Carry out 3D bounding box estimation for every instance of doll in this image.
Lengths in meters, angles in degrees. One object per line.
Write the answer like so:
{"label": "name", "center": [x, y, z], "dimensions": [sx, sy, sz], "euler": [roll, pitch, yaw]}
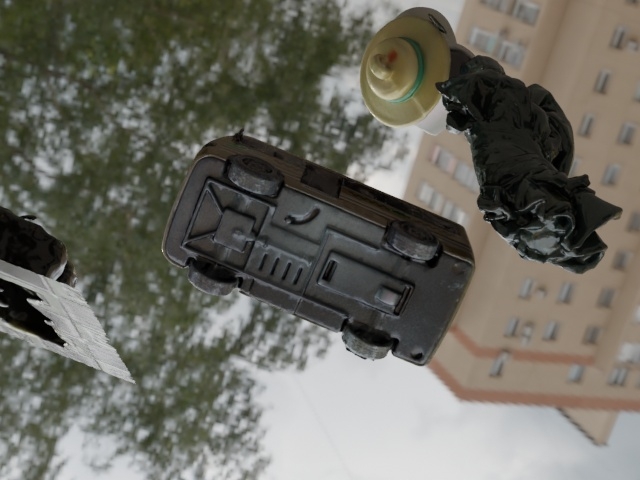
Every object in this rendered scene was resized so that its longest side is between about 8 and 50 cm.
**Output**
{"label": "doll", "center": [0.181, -0.186, 1.405], "dimensions": [0.271, 0.144, 0.208], "euler": [38, -142, -15]}

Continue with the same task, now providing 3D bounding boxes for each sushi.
{"label": "sushi", "center": [-0.368, 0.036, 1.402], "dimensions": [0.296, 0.100, 0.373], "euler": [20, 159, 10]}

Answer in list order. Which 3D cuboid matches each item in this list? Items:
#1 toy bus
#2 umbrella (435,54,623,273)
{"label": "toy bus", "center": [0.000, 0.000, 1.111], "dimensions": [0.289, 0.139, 0.157], "euler": [21, -160, -2]}
{"label": "umbrella", "center": [0.203, -0.105, 1.168], "dimensions": [0.143, 0.094, 0.349], "euler": [26, -149, -21]}
